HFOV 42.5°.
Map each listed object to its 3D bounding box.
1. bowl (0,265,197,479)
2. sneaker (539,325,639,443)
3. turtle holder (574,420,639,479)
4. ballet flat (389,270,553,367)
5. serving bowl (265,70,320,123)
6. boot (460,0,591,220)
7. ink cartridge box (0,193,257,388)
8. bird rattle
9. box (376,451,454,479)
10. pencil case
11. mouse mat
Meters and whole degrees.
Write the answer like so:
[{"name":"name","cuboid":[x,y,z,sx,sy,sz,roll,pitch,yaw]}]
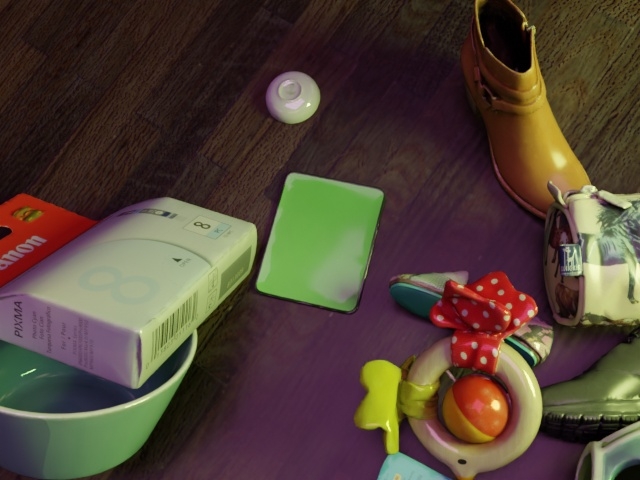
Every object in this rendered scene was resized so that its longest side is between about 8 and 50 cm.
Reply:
[{"name":"bowl","cuboid":[-0.316,0.177,1.027,0.311,0.311,0.163,17,118,13]},{"name":"sneaker","cuboid":[0.383,0.172,1.011,0.286,0.109,0.130,-7,62,0]},{"name":"turtle holder","cuboid":[0.384,0.340,0.872,0.227,0.243,0.321,12,79,9]},{"name":"ballet flat","cuboid":[0.199,0.086,1.075,0.221,0.077,0.079,26,60,10]},{"name":"serving bowl","cuboid":[-0.043,-0.217,1.222,0.083,0.027,0.083,-2,72,7]},{"name":"boot","cuboid":[0.270,-0.169,1.058,0.109,0.220,0.284,-22,71,1]},{"name":"ink cartridge box","cuboid":[-0.317,0.016,1.057,0.384,0.308,0.091,19,119,13]},{"name":"bird rattle","cuboid":[0.174,0.170,0.991,0.253,0.143,0.207,-42,79,11]},{"name":"box","cuboid":[0.175,0.353,0.995,0.244,0.060,0.101,24,78,15]},{"name":"pencil case","cuboid":[0.481,-0.001,0.997,0.410,0.184,0.160,-8,30,6]},{"name":"mouse mat","cuboid":[0.000,0.000,1.159,0.152,0.007,0.190,12,76,12]}]
